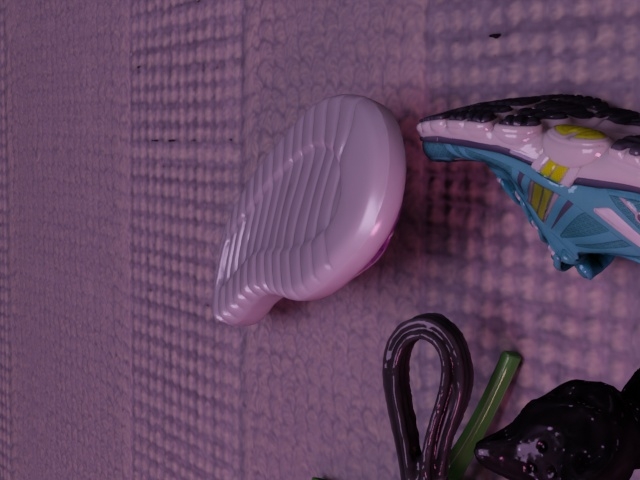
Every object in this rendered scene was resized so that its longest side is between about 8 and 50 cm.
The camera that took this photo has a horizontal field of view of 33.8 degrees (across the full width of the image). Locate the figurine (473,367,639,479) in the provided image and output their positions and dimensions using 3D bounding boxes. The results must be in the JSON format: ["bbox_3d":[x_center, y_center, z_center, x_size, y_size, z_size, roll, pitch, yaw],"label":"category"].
[{"bbox_3d":[0.217,0.103,0.509,0.215,0.209,0.092,0,93,55],"label":"figurine"}]

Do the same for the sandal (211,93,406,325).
[{"bbox_3d":[0.002,-0.015,0.926,0.416,0.102,0.169,155,124,-67],"label":"sandal"}]

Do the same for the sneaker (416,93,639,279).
[{"bbox_3d":[0.159,-0.032,0.688,0.275,0.107,0.110,29,125,52],"label":"sneaker"}]

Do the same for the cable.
[{"bbox_3d":[0.090,0.201,0.801,0.139,0.072,0.287,-17,82,37],"label":"cable"}]

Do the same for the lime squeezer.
[{"bbox_3d":[0.079,0.204,0.874,0.310,0.059,0.110,-46,23,47],"label":"lime squeezer"}]
